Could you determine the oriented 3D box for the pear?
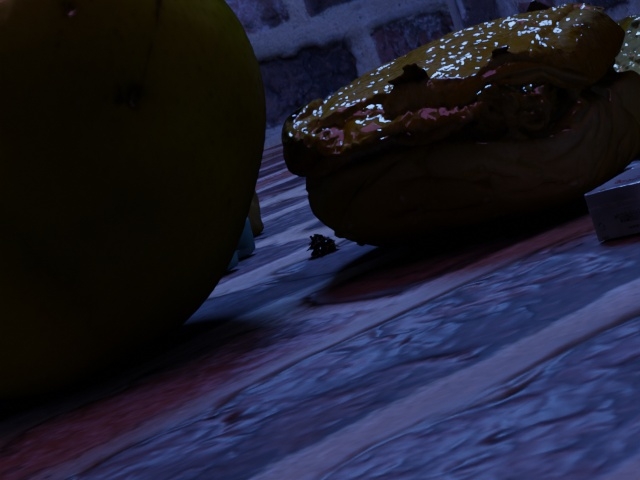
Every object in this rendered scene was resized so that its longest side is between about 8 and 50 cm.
[{"bbox_3d":[-0.218,-0.068,1.272,0.362,0.362,0.418,-16,32,26],"label":"pear"}]

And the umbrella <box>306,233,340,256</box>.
[{"bbox_3d":[0.001,0.002,1.548,0.031,0.020,0.083,-18,1,0],"label":"umbrella"}]

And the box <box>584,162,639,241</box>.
[{"bbox_3d":[0.231,-0.036,1.110,0.050,0.036,0.117,-14,8,42],"label":"box"}]

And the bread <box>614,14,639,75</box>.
[{"bbox_3d":[0.297,-0.141,1.547,0.178,0.142,0.266,-5,0,-31],"label":"bread"}]

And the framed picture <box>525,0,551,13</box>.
[{"bbox_3d":[0.198,-0.156,1.676,0.023,0.168,0.128,25,4,13],"label":"framed picture"}]

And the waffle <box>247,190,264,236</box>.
[{"bbox_3d":[-0.267,-0.061,1.979,0.304,0.077,0.348,-14,27,-25],"label":"waffle"}]

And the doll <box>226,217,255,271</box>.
[{"bbox_3d":[-0.154,0.018,1.680,0.158,0.059,0.159,-15,8,18],"label":"doll"}]

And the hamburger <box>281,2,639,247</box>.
[{"bbox_3d":[0.117,-0.090,1.357,0.318,0.158,0.318,-18,7,2],"label":"hamburger"}]
